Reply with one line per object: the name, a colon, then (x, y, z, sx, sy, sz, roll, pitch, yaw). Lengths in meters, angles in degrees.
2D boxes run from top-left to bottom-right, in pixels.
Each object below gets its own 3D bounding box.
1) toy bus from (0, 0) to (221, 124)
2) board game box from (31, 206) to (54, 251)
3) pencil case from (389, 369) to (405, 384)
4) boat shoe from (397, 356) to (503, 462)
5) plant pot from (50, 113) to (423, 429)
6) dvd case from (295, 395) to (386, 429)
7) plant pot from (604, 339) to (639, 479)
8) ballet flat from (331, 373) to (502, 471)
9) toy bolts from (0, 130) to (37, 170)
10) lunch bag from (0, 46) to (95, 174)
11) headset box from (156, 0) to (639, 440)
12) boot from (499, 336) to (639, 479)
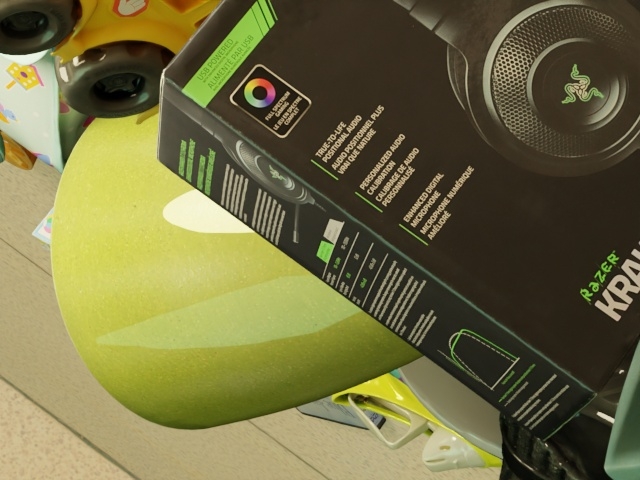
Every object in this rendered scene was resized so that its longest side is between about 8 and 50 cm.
toy bus: (-0.107, -0.195, 1.191, 0.211, 0.149, 0.220, -22, 151, 22)
board game box: (-0.180, -0.037, 1.774, 0.103, 0.154, 0.026, 28, 161, 29)
pencil case: (0.051, 0.079, 1.770, 0.152, 0.064, 0.070, 33, 178, 12)
boat shoe: (0.192, 0.160, 1.651, 0.301, 0.108, 0.102, 28, 160, 6)
plant pot: (0.000, 0.000, 1.402, 0.293, 0.274, 0.275, -6, 135, 44)
dvd case: (-0.055, 0.123, 2.157, 0.253, 0.022, 0.180, 45, 161, -23)
plant pot: (0.268, 0.058, 1.011, 0.166, 0.234, 0.165, 40, 162, -6)
ballet flat: (0.108, 0.185, 1.905, 0.231, 0.077, 0.077, 28, 160, 26)
toy bolts: (-0.390, -0.101, 2.013, 0.228, 0.158, 0.218, 14, 151, 52)
lunch bag: (-0.236, -0.211, 1.448, 0.223, 0.160, 0.262, 36, 152, 16)
headset box: (0.082, -0.083, 1.001, 0.283, 0.246, 0.131, 37, 163, 6)
boot: (0.269, 0.174, 1.410, 0.348, 0.131, 0.260, 30, 149, 36)
